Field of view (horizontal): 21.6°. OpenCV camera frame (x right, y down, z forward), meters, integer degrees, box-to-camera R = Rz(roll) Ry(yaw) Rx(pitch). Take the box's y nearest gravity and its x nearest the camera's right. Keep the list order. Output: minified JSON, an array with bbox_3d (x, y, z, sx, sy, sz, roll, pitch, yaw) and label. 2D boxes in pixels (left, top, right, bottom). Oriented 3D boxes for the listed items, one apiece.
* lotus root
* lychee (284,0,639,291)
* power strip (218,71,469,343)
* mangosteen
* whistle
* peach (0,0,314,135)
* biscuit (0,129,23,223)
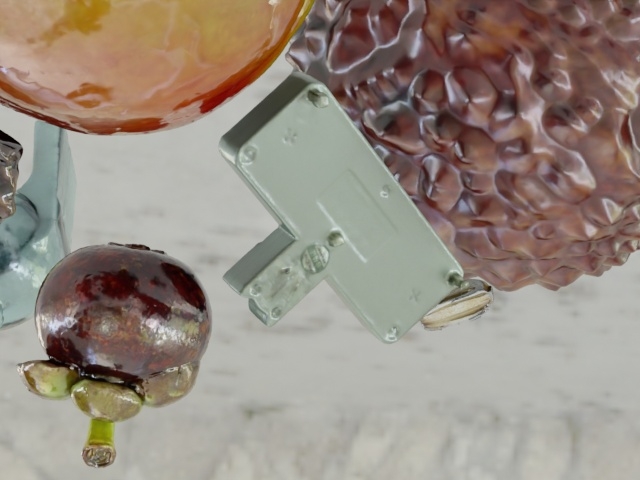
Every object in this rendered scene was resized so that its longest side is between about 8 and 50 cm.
[{"bbox_3d":[0.139,0.063,1.707,0.083,0.030,0.037,-20,129,15],"label":"lotus root"},{"bbox_3d":[0.205,-0.150,1.607,0.500,0.424,0.424,27,163,-3],"label":"lychee"},{"bbox_3d":[0.000,0.000,1.233,0.215,0.145,0.061,50,175,-30],"label":"power strip"},{"bbox_3d":[-0.169,0.091,1.422,0.156,0.181,0.146,4,-168,19],"label":"mangosteen"},{"bbox_3d":[-0.340,-0.004,1.743,0.163,0.289,0.163,-3,130,-3],"label":"whistle"},{"bbox_3d":[-0.167,-0.223,1.155,0.332,0.307,0.308,-7,165,-3],"label":"peach"},{"bbox_3d":[-0.247,-0.065,0.709,0.107,0.073,0.388,16,-173,-36],"label":"biscuit"}]
